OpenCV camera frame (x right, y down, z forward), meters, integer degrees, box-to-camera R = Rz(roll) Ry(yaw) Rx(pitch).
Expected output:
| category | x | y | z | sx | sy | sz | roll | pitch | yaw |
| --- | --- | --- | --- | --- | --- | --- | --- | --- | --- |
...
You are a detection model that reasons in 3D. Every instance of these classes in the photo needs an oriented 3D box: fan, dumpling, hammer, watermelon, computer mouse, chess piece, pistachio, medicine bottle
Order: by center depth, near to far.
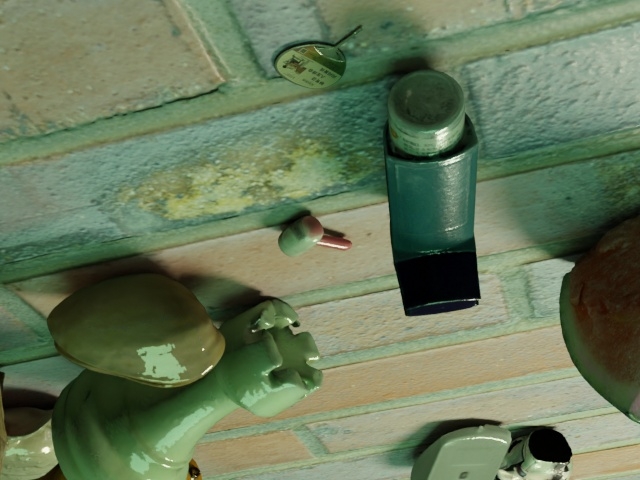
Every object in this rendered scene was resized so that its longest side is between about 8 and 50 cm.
| category | x | y | z | sx | sy | sz | roll | pitch | yaw |
| --- | --- | --- | --- | --- | --- | --- | --- | --- | --- |
| fan | -0.005 | -0.146 | 0.838 | 0.060 | 0.003 | 0.080 | 2 | 150 | -16 |
| medicine bottle | 0.099 | -0.037 | 0.932 | 0.079 | 0.124 | 0.258 | -7 | 148 | 3 |
| hammer | 0.000 | 0.000 | 1.071 | 0.083 | 0.031 | 0.052 | 11 | 150 | -38 |
| pistachio | -0.193 | 0.096 | 1.108 | 0.184 | 0.125 | 0.124 | -3 | 150 | 1 |
| watermelon | 0.417 | 0.055 | 1.135 | 0.292 | 0.319 | 0.222 | 20 | 176 | -28 |
| chess piece | -0.148 | 0.186 | 1.235 | 0.299 | 0.195 | 0.194 | -31 | 143 | 22 |
| dumpling | -0.413 | 0.269 | 1.394 | 0.176 | 0.093 | 0.150 | -12 | 162 | 15 |
| computer mouse | 0.219 | 0.358 | 1.694 | 0.127 | 0.079 | 0.231 | 2 | 134 | -19 |

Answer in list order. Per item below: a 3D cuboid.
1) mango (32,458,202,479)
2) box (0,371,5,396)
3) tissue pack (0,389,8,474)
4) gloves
| category | x | y | z | sx | sy | sz | roll | pitch | yaw |
| --- | --- | --- | --- | --- | --- | --- | --- | --- | --- |
| mango | -0.313 | 0.371 | 1.554 | 0.187 | 0.144 | 0.359 | 34 | 139 | -32 |
| box | -0.554 | 0.236 | 1.323 | 0.197 | 0.089 | 0.313 | 20 | 142 | -32 |
| tissue pack | -0.516 | 0.175 | 1.018 | 0.381 | 0.228 | 0.293 | -1 | 121 | -10 |
| gloves | 0.337 | 0.391 | 1.739 | 0.127 | 0.111 | 0.212 | -20 | 156 | -31 |
